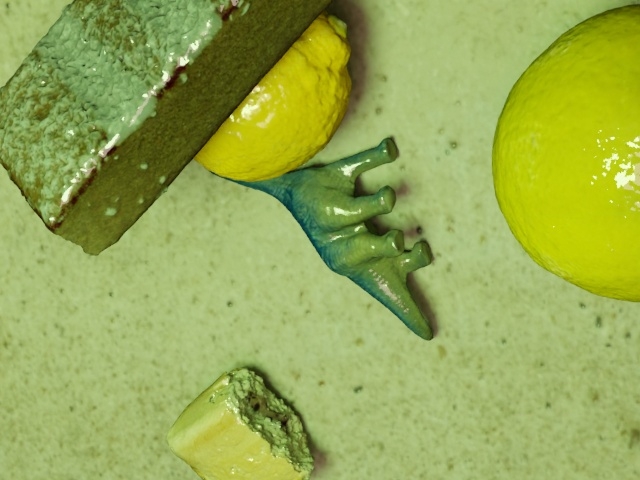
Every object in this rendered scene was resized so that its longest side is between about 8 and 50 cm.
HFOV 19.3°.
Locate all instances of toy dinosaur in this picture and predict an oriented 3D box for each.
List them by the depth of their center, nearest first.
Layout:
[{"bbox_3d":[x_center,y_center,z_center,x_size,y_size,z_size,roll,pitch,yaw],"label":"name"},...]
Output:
[{"bbox_3d":[0.000,0.000,1.713,0.188,0.075,0.247,-11,113,29],"label":"toy dinosaur"}]

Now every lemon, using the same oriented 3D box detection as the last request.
[{"bbox_3d":[0.249,-0.068,1.520,0.219,0.240,0.240,-1,113,47],"label":"lemon"},{"bbox_3d":[-0.047,-0.129,1.621,0.187,0.142,0.142,-37,97,23],"label":"lemon"}]

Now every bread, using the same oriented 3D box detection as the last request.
[{"bbox_3d":[-0.103,-0.192,1.527,0.416,0.113,0.165,-49,48,4],"label":"bread"},{"bbox_3d":[-0.075,0.187,1.785,0.106,0.082,0.125,-32,110,34],"label":"bread"}]
